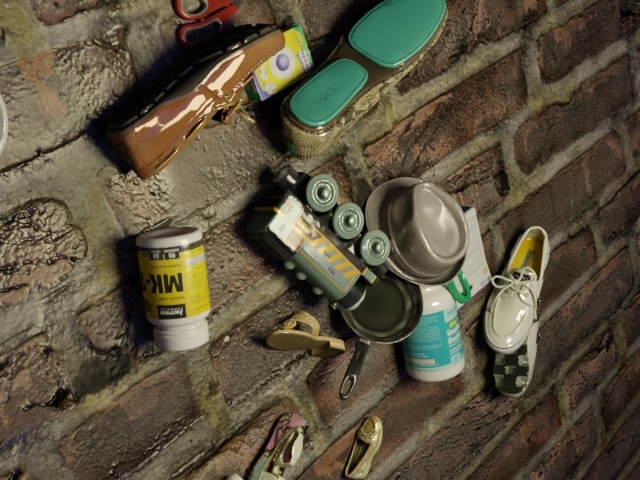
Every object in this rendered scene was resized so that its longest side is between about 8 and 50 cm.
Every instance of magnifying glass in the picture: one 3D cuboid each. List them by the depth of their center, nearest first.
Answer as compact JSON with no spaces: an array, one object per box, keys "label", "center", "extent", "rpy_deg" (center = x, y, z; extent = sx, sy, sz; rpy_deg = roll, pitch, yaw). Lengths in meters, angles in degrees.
[{"label":"magnifying glass","center":[0.304,0.042,1.886],"extent":[0.092,0.026,0.230],"rpy_deg":[12,57,-56]}]

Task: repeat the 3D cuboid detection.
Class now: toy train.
[{"label":"toy train","center":[0.000,0.000,1.635],"extent":[0.334,0.142,0.190],"rpy_deg":[45,72,-26]}]

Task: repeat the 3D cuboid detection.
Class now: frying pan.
[{"label":"frying pan","center":[0.134,0.199,1.757],"extent":[0.197,0.053,0.326],"rpy_deg":[5,71,-12]}]

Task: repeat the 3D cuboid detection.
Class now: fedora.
[{"label":"fedora","center":[0.239,-0.036,1.777],"extent":[0.244,0.124,0.275],"rpy_deg":[-12,77,-24]}]

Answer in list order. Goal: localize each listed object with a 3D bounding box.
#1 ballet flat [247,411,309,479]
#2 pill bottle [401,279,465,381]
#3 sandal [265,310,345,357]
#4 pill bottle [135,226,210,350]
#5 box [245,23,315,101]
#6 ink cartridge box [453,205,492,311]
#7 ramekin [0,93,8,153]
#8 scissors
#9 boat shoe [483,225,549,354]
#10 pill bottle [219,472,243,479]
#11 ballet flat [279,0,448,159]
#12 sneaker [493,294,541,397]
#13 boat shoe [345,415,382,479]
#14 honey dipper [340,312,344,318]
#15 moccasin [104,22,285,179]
[{"label":"ballet flat","center":[-0.090,0.471,1.665],"extent":[0.077,0.079,0.221],"rpy_deg":[40,70,-38]},{"label":"pill bottle","center":[0.258,0.194,1.892],"extent":[0.146,0.146,0.263],"rpy_deg":[-26,112,-37]},{"label":"sandal","center":[-0.038,0.192,1.695],"extent":[0.240,0.088,0.079],"rpy_deg":[23,49,-48]},{"label":"pill bottle","center":[-0.263,0.086,1.434],"extent":[0.119,0.119,0.208],"rpy_deg":[-15,105,-39]},{"label":"box","center":[-0.082,-0.361,1.589],"extent":[0.179,0.043,0.105],"rpy_deg":[-38,119,-34]},{"label":"ink cartridge box","center":[0.337,0.059,2.012],"extent":[0.223,0.045,0.223],"rpy_deg":[-34,117,-34]},{"label":"ramekin","center":[-0.558,-0.172,1.146],"extent":[0.207,0.109,0.207],"rpy_deg":[-7,101,-41]},{"label":"scissors","center":[-0.161,-0.454,1.524],"extent":[0.297,0.021,0.108],"rpy_deg":[-30,113,-36]},{"label":"boat shoe","center":[0.529,0.116,2.092],"extent":[0.367,0.136,0.156],"rpy_deg":[-61,157,-23]},{"label":"pill bottle","center":[-0.203,0.523,1.581],"extent":[0.116,0.065,0.065],"rpy_deg":[-36,118,-33]},{"label":"ballet flat","center":[0.084,-0.345,1.666],"extent":[0.483,0.164,0.182],"rpy_deg":[-47,167,-22]},{"label":"sneaker","center":[0.544,0.273,2.191],"extent":[0.146,0.123,0.330],"rpy_deg":[42,58,-61]},{"label":"boat shoe","center":[0.100,0.485,1.854],"extent":[0.048,0.056,0.152],"rpy_deg":[24,87,-46]},{"label":"honey dipper","center":[0.022,0.119,1.755],"extent":[0.030,0.031,0.160],"rpy_deg":[-49,128,-26]},{"label":"moccasin","center":[-0.204,-0.257,1.426],"extent":[0.380,0.139,0.147],"rpy_deg":[-49,130,-23]}]
